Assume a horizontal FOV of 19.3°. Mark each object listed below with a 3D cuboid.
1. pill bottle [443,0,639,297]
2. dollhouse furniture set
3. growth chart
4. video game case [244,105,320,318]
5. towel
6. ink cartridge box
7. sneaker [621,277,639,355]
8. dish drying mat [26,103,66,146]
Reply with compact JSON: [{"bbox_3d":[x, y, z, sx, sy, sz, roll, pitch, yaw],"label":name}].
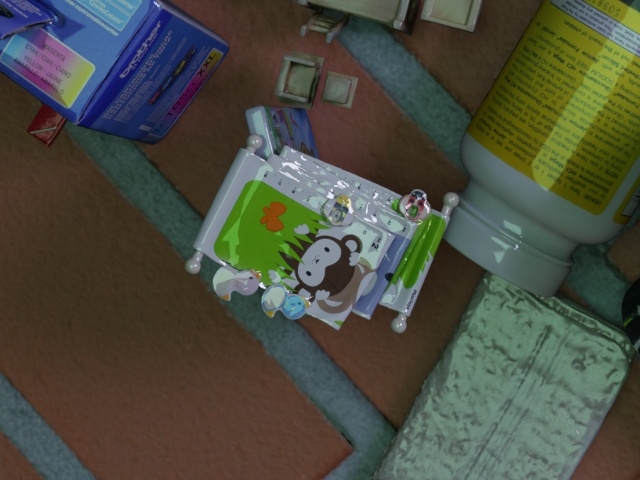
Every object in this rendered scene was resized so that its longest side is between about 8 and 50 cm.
[{"bbox_3d":[0.257,-0.119,1.872,0.188,0.188,0.334,32,101,7],"label":"pill bottle"},{"bbox_3d":[0.064,-0.197,1.952,0.182,0.101,0.161,16,95,9],"label":"dollhouse furniture set"},{"bbox_3d":[0.000,0.000,1.824,0.237,0.021,0.172,18,84,-9],"label":"growth chart"},{"bbox_3d":[-0.018,-0.033,1.926,0.023,0.193,0.212,-15,90,13],"label":"video game case"},{"bbox_3d":[0.193,0.181,1.973,0.187,0.049,0.282,31,98,9],"label":"towel"},{"bbox_3d":[-0.270,-0.234,1.858,0.270,0.395,0.151,36,92,7],"label":"ink cartridge box"},{"bbox_3d":[0.413,0.145,1.884,0.111,0.121,0.300,-39,57,0],"label":"sneaker"},{"bbox_3d":[-0.288,-0.145,2.064,0.032,0.008,0.083,35,98,8],"label":"dish drying mat"}]
